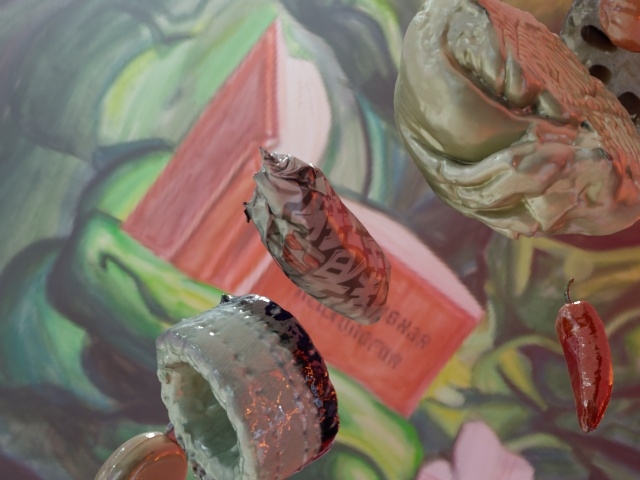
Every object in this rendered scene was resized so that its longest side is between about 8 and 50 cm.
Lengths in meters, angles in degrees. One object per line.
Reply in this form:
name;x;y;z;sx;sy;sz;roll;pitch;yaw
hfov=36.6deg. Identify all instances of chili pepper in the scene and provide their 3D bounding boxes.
chili pepper;0.381;0.162;1.394;0.071;0.272;0.063;-18;-46;20

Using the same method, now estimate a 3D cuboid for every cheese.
cheese;-0.272;0.368;1.623;0.082;0.286;0.163;28;-18;34

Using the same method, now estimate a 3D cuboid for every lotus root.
lotus root;0.445;-0.229;1.172;0.192;0.272;0.272;-24;31;-39

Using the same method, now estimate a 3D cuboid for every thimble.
thimble;-0.094;0.181;1.166;0.150;0.237;0.237;-23;25;-32

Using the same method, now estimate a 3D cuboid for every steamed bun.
steamed bun;0.210;-0.118;1.087;0.320;0.206;0.275;56;33;9

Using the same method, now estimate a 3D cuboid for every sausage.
sausage;0.316;-0.196;0.822;0.194;0.077;0.077;-5;9;-28

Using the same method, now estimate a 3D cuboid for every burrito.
burrito;0.000;0.000;1.268;0.101;0.139;0.445;-1;-21;20
